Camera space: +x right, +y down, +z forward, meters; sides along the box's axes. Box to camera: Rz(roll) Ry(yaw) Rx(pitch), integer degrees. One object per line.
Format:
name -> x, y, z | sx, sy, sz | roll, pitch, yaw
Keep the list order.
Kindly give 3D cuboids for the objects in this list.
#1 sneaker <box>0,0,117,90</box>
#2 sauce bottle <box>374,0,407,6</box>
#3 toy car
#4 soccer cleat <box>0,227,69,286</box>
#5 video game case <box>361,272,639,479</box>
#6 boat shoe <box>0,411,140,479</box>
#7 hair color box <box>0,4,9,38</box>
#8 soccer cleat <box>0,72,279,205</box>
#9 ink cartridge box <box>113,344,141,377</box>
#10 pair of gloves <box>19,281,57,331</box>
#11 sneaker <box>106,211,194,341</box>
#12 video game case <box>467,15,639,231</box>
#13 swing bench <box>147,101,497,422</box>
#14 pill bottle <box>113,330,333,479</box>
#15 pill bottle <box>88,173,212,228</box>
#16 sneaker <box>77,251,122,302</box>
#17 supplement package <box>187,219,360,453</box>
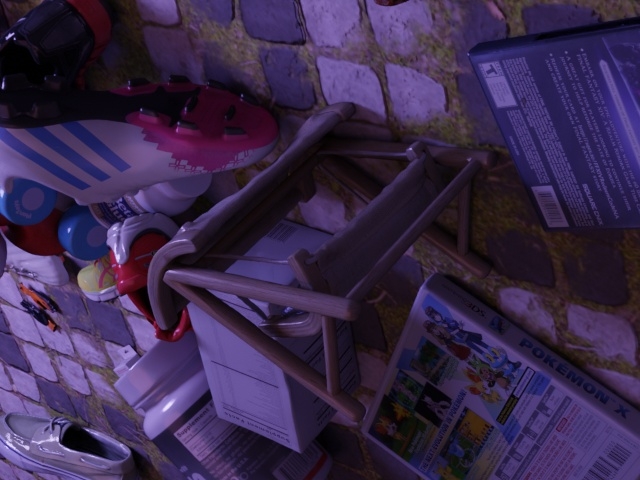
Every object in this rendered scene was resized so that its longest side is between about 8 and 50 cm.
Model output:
sneaker -> -0.332, -0.191, 1.494 | 0.097, 0.135, 0.276 | 42, 146, 1
sauce bottle -> 0.053, -0.268, 1.107 | 0.042, 0.042, 0.128 | 14, 136, 37
toy car -> -0.424, 0.001, 1.623 | 0.219, 0.238, 0.210 | 32, 178, 44
soccer cleat -> -0.457, 0.020, 1.879 | 0.196, 0.076, 0.068 | 33, 143, 16
video game case -> 0.204, 0.218, 1.447 | 0.300, 0.036, 0.329 | 35, 144, 14
boat shoe -> -0.434, 0.348, 2.184 | 0.302, 0.109, 0.094 | 18, 122, 21
hair color box -> -0.433, -0.238, 1.583 | 0.053, 0.093, 0.167 | 20, 138, 32
soccer cleat -> -0.208, -0.102, 1.399 | 0.331, 0.116, 0.143 | 5, 129, 5
ink cartridge box -> -0.280, 0.201, 1.924 | 0.083, 0.028, 0.048 | 51, 144, -8
pair of gloves -> -0.444, 0.104, 2.009 | 0.074, 0.010, 0.083 | 35, 146, 12
sneaker -> -0.175, 0.075, 1.539 | 0.107, 0.118, 0.279 | -19, 147, 18
video game case -> 0.271, -0.095, 1.076 | 0.274, 0.026, 0.196 | -2, 123, 45
swing bench -> 0.000, 0.000, 1.246 | 0.255, 0.253, 0.165 | 24, 139, 27
pill bottle -> -0.133, 0.250, 1.709 | 0.283, 0.161, 0.161 | 46, 145, -2
pill bottle -> -0.202, -0.068, 1.517 | 0.169, 0.094, 0.094 | -17, 113, 51
sneaker -> -0.256, 0.016, 1.678 | 0.208, 0.081, 0.094 | -18, 112, 40
supplement package -> -0.056, 0.107, 1.511 | 0.139, 0.134, 0.244 | 19, 137, 31
